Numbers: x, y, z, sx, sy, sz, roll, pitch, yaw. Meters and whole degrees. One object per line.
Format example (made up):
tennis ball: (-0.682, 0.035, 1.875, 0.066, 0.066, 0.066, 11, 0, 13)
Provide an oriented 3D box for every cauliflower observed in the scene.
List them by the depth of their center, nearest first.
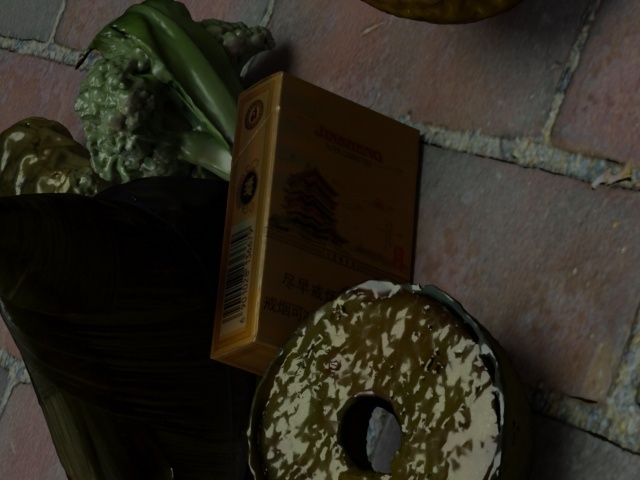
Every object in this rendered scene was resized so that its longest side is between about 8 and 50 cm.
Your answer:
cauliflower: (-0.129, -0.126, 2.114, 0.315, 0.256, 0.239, 34, 98, 27)

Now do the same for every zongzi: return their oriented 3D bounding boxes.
zongzi: (-0.211, 0.142, 1.804, 0.207, 0.432, 0.403, 5, 94, 27)

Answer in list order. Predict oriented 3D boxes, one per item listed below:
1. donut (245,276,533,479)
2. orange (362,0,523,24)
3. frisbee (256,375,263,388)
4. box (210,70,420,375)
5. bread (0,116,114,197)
donut: (0.067, 0.167, 1.673, 0.272, 0.107, 0.272, -15, 65, 33)
orange: (0.105, -0.360, 1.789, 0.322, 0.322, 0.357, -43, 49, 34)
frisbee: (-0.077, 0.111, 2.045, 0.236, 0.017, 0.236, -34, 45, 42)
box: (0.000, 0.000, 1.848, 0.076, 0.174, 0.274, -24, 54, 47)
bread: (-0.329, -0.055, 2.420, 0.267, 0.130, 0.152, 44, 118, 56)
